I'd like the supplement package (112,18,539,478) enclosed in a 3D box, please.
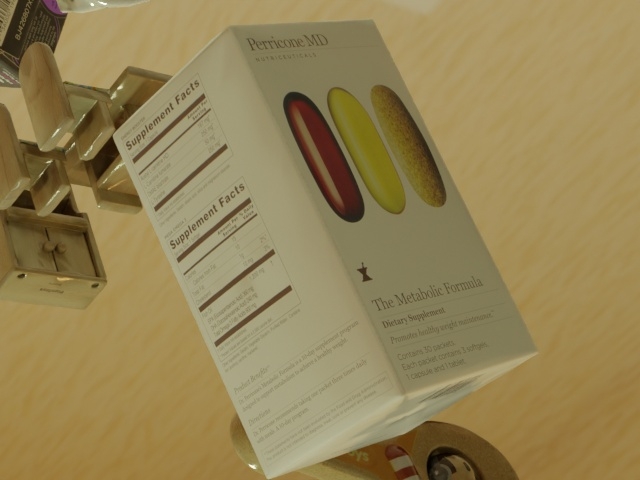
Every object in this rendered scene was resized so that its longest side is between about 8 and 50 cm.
[{"bbox_3d":[0.000,0.000,1.038,0.139,0.134,0.244,-12,-109,-47],"label":"supplement package"}]

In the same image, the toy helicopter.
[{"bbox_3d":[0.066,0.219,1.703,0.355,0.140,0.235,22,-133,-27],"label":"toy helicopter"}]

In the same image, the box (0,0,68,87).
[{"bbox_3d":[-0.400,-0.262,1.701,0.143,0.270,0.165,38,-116,-54],"label":"box"}]

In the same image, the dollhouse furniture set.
[{"bbox_3d":[-0.205,-0.078,1.453,0.212,0.242,0.161,10,-134,-40],"label":"dollhouse furniture set"}]

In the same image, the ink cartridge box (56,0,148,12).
[{"bbox_3d":[0.018,-0.203,0.673,0.306,0.226,0.131,-68,-39,-71],"label":"ink cartridge box"}]
